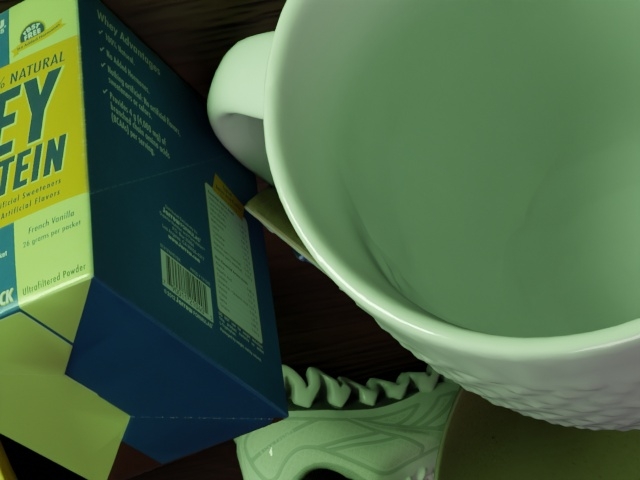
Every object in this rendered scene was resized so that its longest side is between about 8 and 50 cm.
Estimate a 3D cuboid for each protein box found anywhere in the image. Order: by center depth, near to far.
[{"bbox_3d":[-0.133,0.002,0.870,0.136,0.201,0.200,-23,144,19],"label":"protein box"}]

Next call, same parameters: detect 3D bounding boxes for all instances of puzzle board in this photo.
[{"bbox_3d":[0.000,0.000,0.951,0.096,0.128,0.011,38,102,0],"label":"puzzle board"}]

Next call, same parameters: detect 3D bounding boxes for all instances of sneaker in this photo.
[{"bbox_3d":[0.070,0.168,1.245,0.292,0.118,0.110,-4,144,-11],"label":"sneaker"}]

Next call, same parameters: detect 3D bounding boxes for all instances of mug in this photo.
[{"bbox_3d":[0.111,-0.040,0.849,0.374,0.276,0.328,12,167,23],"label":"mug"}]

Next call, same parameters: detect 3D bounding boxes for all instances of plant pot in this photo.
[{"bbox_3d":[0.247,0.183,1.127,0.191,0.284,0.284,25,134,-30],"label":"plant pot"}]

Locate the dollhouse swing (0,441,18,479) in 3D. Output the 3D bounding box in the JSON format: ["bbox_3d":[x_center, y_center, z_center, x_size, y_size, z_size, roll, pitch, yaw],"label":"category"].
[{"bbox_3d":[-0.127,0.203,1.140,0.305,0.315,0.347,-35,148,3],"label":"dollhouse swing"}]
